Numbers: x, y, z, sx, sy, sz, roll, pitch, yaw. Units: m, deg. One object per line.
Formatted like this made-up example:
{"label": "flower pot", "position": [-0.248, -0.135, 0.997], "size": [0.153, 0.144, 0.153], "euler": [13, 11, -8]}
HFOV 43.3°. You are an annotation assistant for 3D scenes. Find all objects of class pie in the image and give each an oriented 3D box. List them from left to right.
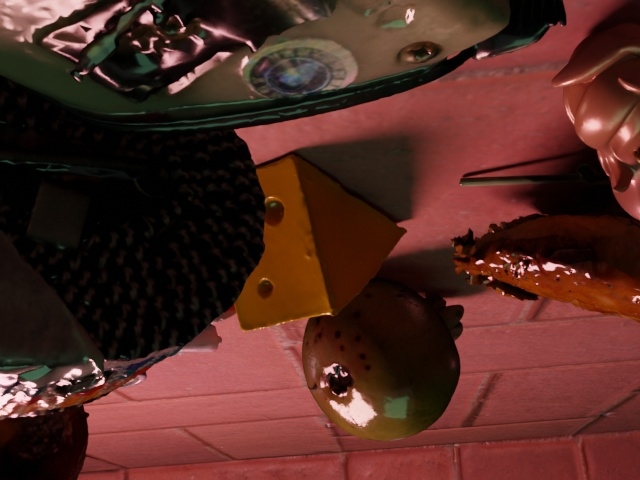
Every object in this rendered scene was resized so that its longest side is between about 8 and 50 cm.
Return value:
{"label": "pie", "position": [0.257, 0.019, 0.649], "size": [0.308, 0.086, 0.308], "euler": [4, -175, 0]}

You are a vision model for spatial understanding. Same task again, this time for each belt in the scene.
{"label": "belt", "position": [-0.168, -0.006, 0.462], "size": [0.257, 0.207, 0.150], "euler": [1, 157, -33]}

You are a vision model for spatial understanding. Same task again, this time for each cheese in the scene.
{"label": "cheese", "position": [0.000, 0.000, 0.700], "size": [0.093, 0.126, 0.171], "euler": [-16, 176, 31]}

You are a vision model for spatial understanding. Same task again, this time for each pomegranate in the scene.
{"label": "pomegranate", "position": [0.085, 0.135, 0.902], "size": [0.210, 0.179, 0.179], "euler": [8, 156, -29]}

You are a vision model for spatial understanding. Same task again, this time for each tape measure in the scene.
{"label": "tape measure", "position": [-0.043, -0.111, 0.343], "size": [0.207, 0.115, 0.235], "euler": [-24, 151, 36]}

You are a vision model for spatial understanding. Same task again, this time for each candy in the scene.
{"label": "candy", "position": [0.212, -0.050, 0.645], "size": [0.200, 0.061, 0.060], "euler": [-1, 160, 14]}

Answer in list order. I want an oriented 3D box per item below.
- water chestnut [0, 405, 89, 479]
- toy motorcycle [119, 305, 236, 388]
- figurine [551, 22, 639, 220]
{"label": "water chestnut", "position": [-0.457, 0.229, 0.928], "size": [0.350, 0.302, 0.350], "euler": [-12, -162, 4]}
{"label": "toy motorcycle", "position": [-0.175, 0.061, 0.779], "size": [0.170, 0.110, 0.260], "euler": [-29, 155, 24]}
{"label": "figurine", "position": [0.212, -0.067, 0.501], "size": [0.157, 0.126, 0.114], "euler": [6, 113, -28]}
